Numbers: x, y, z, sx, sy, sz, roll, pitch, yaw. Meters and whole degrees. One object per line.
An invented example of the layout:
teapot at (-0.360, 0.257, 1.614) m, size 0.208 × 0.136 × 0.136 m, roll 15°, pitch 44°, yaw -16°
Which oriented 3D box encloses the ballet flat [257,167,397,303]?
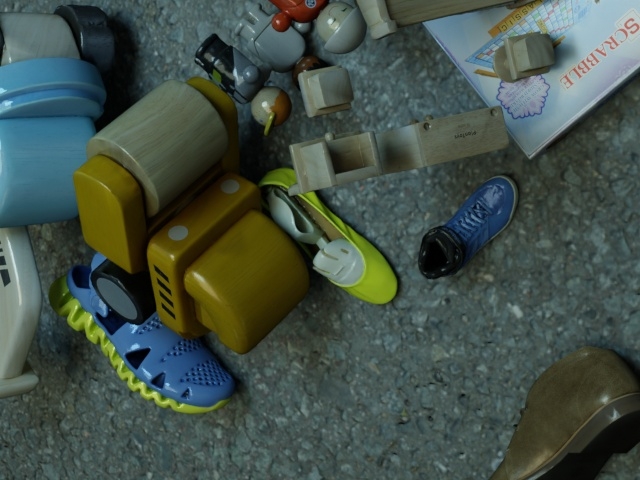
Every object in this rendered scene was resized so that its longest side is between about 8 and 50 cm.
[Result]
ballet flat at (0.000, 0.000, 1.501) m, size 0.231 × 0.077 × 0.077 m, roll 47°, pitch 117°, yaw 12°

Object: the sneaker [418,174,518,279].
sneaker at (0.173, -0.012, 1.401) m, size 0.058 × 0.084 × 0.152 m, roll 46°, pitch 117°, yaw 12°

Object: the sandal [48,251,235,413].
sandal at (-0.241, 0.115, 1.633) m, size 0.317 × 0.126 × 0.138 m, roll 38°, pitch 111°, yaw 15°

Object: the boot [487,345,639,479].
boot at (0.272, 0.246, 1.414) m, size 0.305 × 0.112 × 0.115 m, roll -50°, pitch 46°, yaw 31°

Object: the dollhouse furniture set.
dollhouse furniture set at (0.063, -0.250, 1.259) m, size 0.174 × 0.303 × 0.356 m, roll -6°, pitch 98°, yaw 67°

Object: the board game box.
board game box at (0.260, -0.311, 1.302) m, size 0.318 × 0.066 × 0.318 m, roll -41°, pitch 80°, yaw 29°

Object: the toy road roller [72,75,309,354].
toy road roller at (-0.141, -0.010, 1.441) m, size 0.240 × 0.202 × 0.329 m, roll 30°, pitch 146°, yaw 23°

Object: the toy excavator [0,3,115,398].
toy excavator at (-0.423, -0.044, 1.584) m, size 0.433 × 0.222 × 0.445 m, roll -33°, pitch 71°, yaw 44°

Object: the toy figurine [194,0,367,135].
toy figurine at (-0.023, -0.247, 1.390) m, size 0.148 × 0.213 × 0.209 m, roll 40°, pitch 120°, yaw -2°
